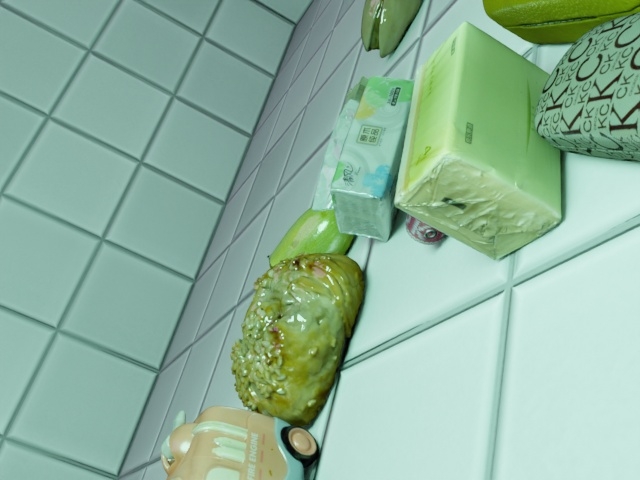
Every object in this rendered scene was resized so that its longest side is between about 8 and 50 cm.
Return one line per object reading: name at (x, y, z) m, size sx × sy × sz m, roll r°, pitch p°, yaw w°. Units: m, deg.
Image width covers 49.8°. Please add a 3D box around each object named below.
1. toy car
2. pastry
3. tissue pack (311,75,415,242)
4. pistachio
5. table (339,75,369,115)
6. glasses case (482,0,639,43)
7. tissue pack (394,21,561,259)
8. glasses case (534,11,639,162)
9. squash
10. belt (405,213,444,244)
toy car at (-0.135, 0.361, 0.977) m, size 0.180 × 0.212 × 0.270 m, roll -54°, pitch 19°, yaw 27°
pastry at (-0.051, 0.148, 1.151) m, size 0.255 × 0.162 × 0.310 m, roll -32°, pitch 34°, yaw 65°
tissue pack at (0.074, -0.140, 1.150) m, size 0.159 × 0.145 × 0.229 m, roll 72°, pitch -146°, yaw -63°
pistachio at (0.167, -0.547, 1.638) m, size 0.136 × 0.136 × 0.225 m, roll -135°, pitch 65°, yaw -73°
table at (0.097, -0.303, 1.532) m, size 0.062 × 0.079 × 0.083 m, roll -36°, pitch 30°, yaw 54°
glasses case at (0.313, -0.339, 0.812) m, size 0.173 × 0.141 × 0.371 m, roll -61°, pitch 17°, yaw 7°
tissue pack at (0.190, -0.118, 0.813) m, size 0.125 × 0.159 × 0.234 m, roll -43°, pitch 25°, yaw 50°
glasses case at (0.309, -0.139, 0.611) m, size 0.137 × 0.085 × 0.355 m, roll -61°, pitch 16°, yaw 3°
squash at (0.000, 0.000, 1.308) m, size 0.186 × 0.123 × 0.123 m, roll -51°, pitch 20°, yaw 21°
belt at (0.158, -0.088, 1.024) m, size 0.232 × 0.071 × 0.053 m, roll -78°, pitch 4°, yaw -48°
